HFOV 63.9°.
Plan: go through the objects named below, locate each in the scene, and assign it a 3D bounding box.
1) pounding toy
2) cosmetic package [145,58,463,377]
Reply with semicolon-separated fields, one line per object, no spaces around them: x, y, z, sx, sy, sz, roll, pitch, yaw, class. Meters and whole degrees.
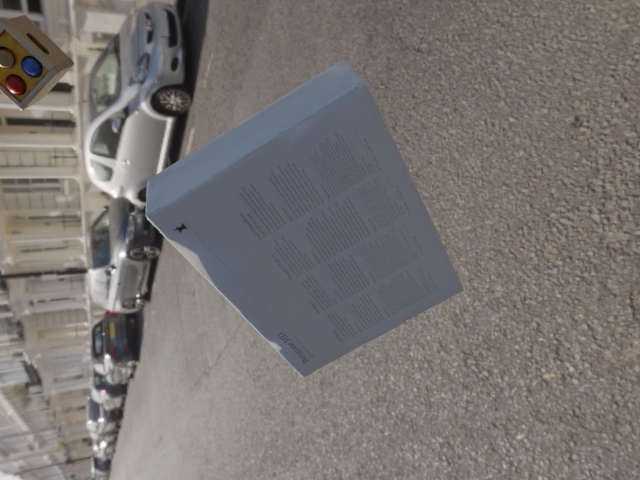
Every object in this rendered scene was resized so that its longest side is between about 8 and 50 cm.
-0.551;-0.316;0.907;0.130;0.141;0.100;-35;24;20;pounding toy
0.000;0.000;0.696;0.377;0.284;0.097;56;-175;-38;cosmetic package
